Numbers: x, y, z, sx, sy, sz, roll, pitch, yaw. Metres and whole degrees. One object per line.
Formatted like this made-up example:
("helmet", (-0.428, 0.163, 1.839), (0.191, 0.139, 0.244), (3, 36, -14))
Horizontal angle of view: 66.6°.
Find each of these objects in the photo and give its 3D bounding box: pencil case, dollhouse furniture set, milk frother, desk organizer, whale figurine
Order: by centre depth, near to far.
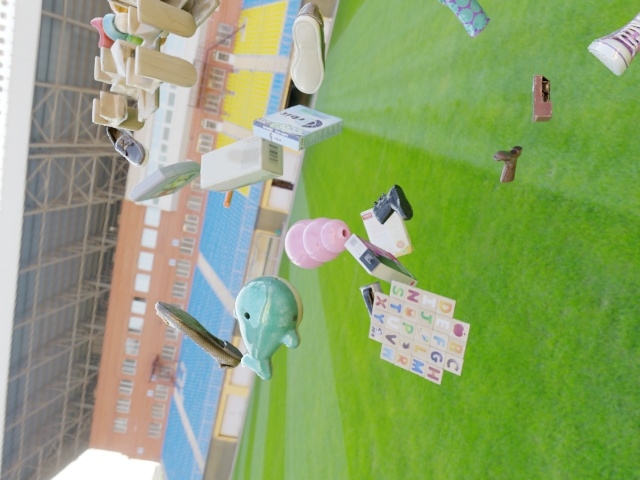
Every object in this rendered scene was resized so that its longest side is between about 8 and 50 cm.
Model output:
("whale figurine", (-0.152, 0.224, 1.237), (0.141, 0.216, 0.272), (-6, -65, -58))
("pencil case", (0.382, -0.618, 1.300), (0.070, 0.151, 0.065), (-26, 32, 50))
("dollhouse furniture set", (-0.430, -0.523, 1.328), (0.362, 0.256, 0.395), (-12, 77, 50))
("desk organizer", (0.647, -0.415, 1.424), (0.047, 0.050, 0.130), (26, -114, -72))
("milk frother", (0.232, 0.216, 1.802), (0.129, 0.143, 0.135), (52, -162, -80))

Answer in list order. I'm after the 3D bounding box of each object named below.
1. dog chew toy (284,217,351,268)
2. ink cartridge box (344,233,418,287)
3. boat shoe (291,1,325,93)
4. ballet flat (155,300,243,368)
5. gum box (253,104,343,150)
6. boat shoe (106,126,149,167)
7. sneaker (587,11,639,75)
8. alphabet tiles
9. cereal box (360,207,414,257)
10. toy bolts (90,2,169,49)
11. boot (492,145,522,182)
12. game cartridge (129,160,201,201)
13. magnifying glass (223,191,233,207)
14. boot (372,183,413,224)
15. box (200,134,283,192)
("dog chew toy", (0.000, 0.000, 1.949), (0.331, 0.206, 0.207), (-17, 57, 53))
("ink cartridge box", (0.254, 0.099, 1.851), (0.069, 0.371, 0.176), (-49, 50, 11))
("boat shoe", (-0.036, -0.627, 1.618), (0.324, 0.116, 0.097), (89, -167, -65))
("ballet flat", (-0.300, 0.234, 1.179), (0.058, 0.250, 0.084), (-51, 14, 3))
("gum box", (-0.056, -0.299, 1.278), (0.184, 0.157, 0.041), (-33, -41, -43))
("boat shoe", (-0.835, -0.408, 2.094), (0.103, 0.092, 0.285), (-52, 58, 13))
("sneaker", (0.735, -0.486, 1.152), (0.161, 0.102, 0.282), (-48, -7, 36))
("alphabet tiles", (0.312, 0.296, 1.591), (0.011, 0.342, 0.285), (-9, -69, -51))
("cereal box", (0.298, -0.040, 2.179), (0.047, 0.173, 0.240), (-23, -85, -59))
("toy bolts", (-0.633, -0.744, 1.624), (0.228, 0.158, 0.218), (-43, -58, -47))
("boot", (0.523, -0.204, 1.386), (0.037, 0.106, 0.114), (54, 154, 41))
("game cartridge", (-0.572, -0.232, 1.862), (0.196, 0.060, 0.294), (-35, 2, 20))
("magnifying glass", (-0.320, -0.211, 1.783), (0.092, 0.026, 0.231), (100, 178, -49))
("boot", (0.188, -0.078, 1.288), (0.099, 0.045, 0.121), (-47, 47, 38))
("box", (-0.238, -0.225, 1.457), (0.275, 0.094, 0.113), (-8, 78, 40))
